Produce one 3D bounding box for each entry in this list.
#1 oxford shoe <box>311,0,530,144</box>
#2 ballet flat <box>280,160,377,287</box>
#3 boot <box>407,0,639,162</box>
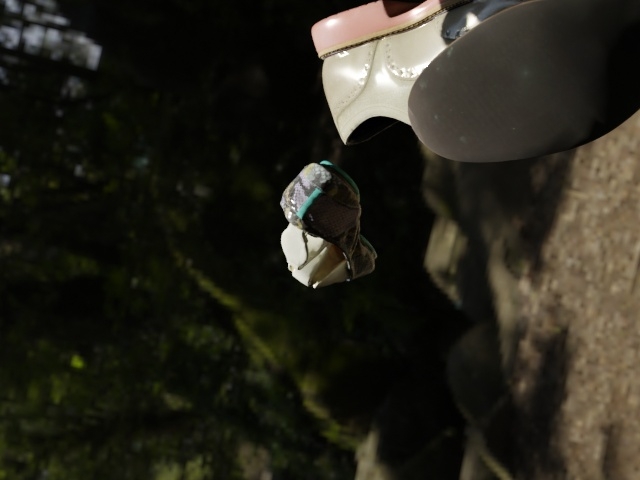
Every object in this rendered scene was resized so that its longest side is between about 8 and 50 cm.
[{"bbox_3d":[0.160,-0.177,1.383,0.397,0.140,0.147,-6,91,49],"label":"oxford shoe"},{"bbox_3d":[0.000,0.000,0.647,0.114,0.041,0.041,72,-154,-70],"label":"ballet flat"},{"bbox_3d":[0.207,-0.152,1.039,0.305,0.112,0.115,-27,14,17],"label":"boot"}]
